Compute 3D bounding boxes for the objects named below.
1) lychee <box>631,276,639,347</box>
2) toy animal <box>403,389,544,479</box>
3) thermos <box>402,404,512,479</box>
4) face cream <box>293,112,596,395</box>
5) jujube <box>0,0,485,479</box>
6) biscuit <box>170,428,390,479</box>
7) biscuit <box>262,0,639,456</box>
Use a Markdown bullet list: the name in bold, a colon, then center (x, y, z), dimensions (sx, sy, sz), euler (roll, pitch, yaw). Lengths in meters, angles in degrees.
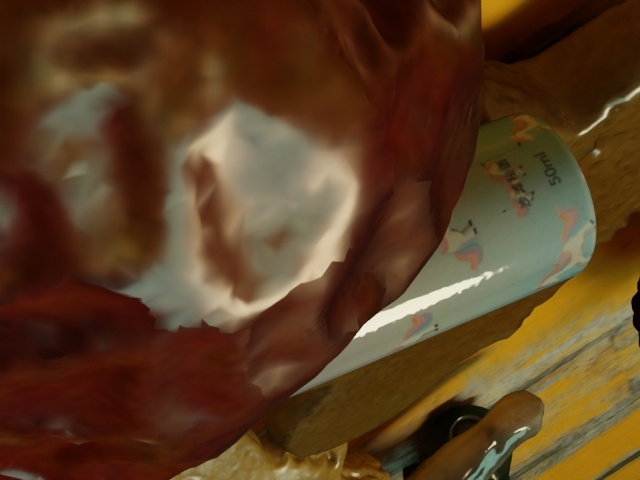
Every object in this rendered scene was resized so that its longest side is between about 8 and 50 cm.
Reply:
- **lychee**: center (0.339, 0.058, 1.324), dimensions (0.264, 0.264, 0.300), euler (-11, 133, -48)
- **toy animal**: center (0.047, 0.286, 1.449), dimensions (0.344, 0.194, 0.302), euler (-16, 144, -10)
- **thermos**: center (0.115, 0.179, 1.573), dimensions (0.187, 0.083, 0.073), euler (81, 26, -69)
- **face cream**: center (-0.003, 0.019, 0.773), dimensions (0.229, 0.075, 0.075), euler (-22, 159, -22)
- **jujube**: center (-0.086, -0.019, 0.559), dimensions (0.216, 0.216, 0.342), euler (-22, 170, -29)
- **biscuit**: center (-0.063, 0.174, 1.199), dimensions (0.249, 0.035, 0.184), euler (24, 109, -45)
- **biscuit**: center (0.000, 0.000, 0.938), dimensions (0.394, 0.076, 0.368), euler (-9, 151, -43)
